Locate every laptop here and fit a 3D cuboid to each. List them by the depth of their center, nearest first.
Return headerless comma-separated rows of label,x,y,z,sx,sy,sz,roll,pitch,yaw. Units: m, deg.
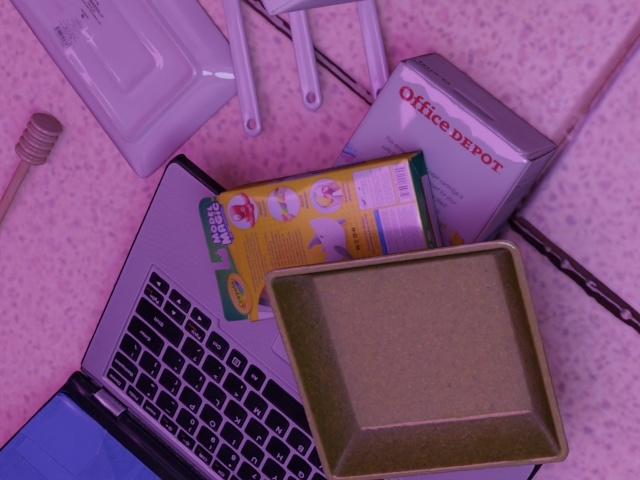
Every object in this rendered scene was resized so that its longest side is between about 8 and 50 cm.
laptop,-0.106,0.226,1.499,0.382,0.236,0.408,39,128,15

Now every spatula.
spatula,-0.022,-0.211,1.492,0.168,0.019,0.242,-10,91,27

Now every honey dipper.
honey dipper,-0.273,-0.041,1.657,0.030,0.030,0.161,41,117,15

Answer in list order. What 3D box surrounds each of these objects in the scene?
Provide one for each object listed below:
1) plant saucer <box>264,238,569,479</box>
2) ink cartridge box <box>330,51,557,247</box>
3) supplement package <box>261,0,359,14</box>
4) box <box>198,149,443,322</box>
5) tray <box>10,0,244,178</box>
plant saucer,0.074,0.081,1.380,0.188,0.045,0.188,-8,118,18
ink cartridge box,0.078,-0.037,1.451,0.127,0.072,0.175,40,115,14
supplement package,0.063,-0.276,1.286,0.175,0.293,0.177,-25,89,29
box,0.000,0.000,1.425,0.179,0.043,0.105,-10,97,21
tray,-0.187,-0.196,1.582,0.145,0.030,0.270,-41,80,28
